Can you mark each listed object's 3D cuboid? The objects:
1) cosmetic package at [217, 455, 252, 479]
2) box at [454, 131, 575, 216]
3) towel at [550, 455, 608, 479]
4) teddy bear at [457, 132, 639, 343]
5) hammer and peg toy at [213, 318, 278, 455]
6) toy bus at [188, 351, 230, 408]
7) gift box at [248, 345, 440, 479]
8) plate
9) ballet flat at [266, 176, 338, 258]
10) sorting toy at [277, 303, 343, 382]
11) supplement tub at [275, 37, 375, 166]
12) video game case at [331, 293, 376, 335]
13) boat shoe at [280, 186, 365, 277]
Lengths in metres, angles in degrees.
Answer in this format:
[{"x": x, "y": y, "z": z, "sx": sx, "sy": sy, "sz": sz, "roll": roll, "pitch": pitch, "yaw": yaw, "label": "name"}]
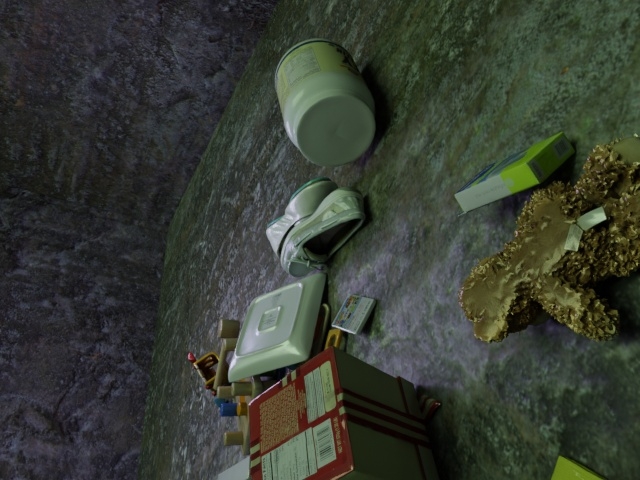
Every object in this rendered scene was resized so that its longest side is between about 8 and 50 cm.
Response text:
[{"x": -0.192, "y": 0.635, "z": 1.534, "sx": 0.239, "sy": 0.098, "sz": 0.061, "roll": -46, "pitch": 34, "yaw": 47, "label": "cosmetic package"}, {"x": 0.293, "y": -0.101, "z": 0.898, "sx": 0.109, "sy": 0.042, "sz": 0.178, "roll": -37, "pitch": 5, "yaw": -29, "label": "box"}, {"x": 0.300, "y": 0.395, "z": 0.693, "sx": 0.102, "sy": 0.021, "sz": 0.237, "roll": 17, "pitch": 91, "yaw": 61, "label": "towel"}, {"x": 0.337, "y": 0.013, "z": 0.756, "sx": 0.338, "sy": 0.113, "sz": 0.245, "roll": -59, "pitch": 34, "yaw": 16, "label": "teddy bear"}, {"x": -0.224, "y": 0.403, "z": 1.663, "sx": 0.361, "sy": 0.127, "sz": 0.266, "roll": -119, "pitch": 36, "yaw": -58, "label": "hammer and peg toy"}, {"x": -0.364, "y": 0.465, "z": 2.000, "sx": 0.104, "sy": 0.191, "sz": 0.202, "roll": -33, "pitch": 22, "yaw": -13, "label": "toy bus"}, {"x": 0.061, "y": 0.357, "z": 0.963, "sx": 0.276, "sy": 0.258, "sz": 0.255, "roll": -34, "pitch": 40, "yaw": 28, "label": "gift box"}, {"x": -0.121, "y": 0.216, "z": 1.492, "sx": 0.277, "sy": 0.045, "sz": 0.278, "roll": -24, "pitch": 35, "yaw": 33, "label": "plate"}, {"x": -0.043, "y": -0.044, "z": 1.602, "sx": 0.400, "sy": 0.139, "sz": 0.139, "roll": 141, "pitch": 138, "yaw": -60, "label": "ballet flat"}, {"x": -0.046, "y": 0.270, "z": 1.462, "sx": 0.347, "sy": 0.047, "sz": 0.196, "roll": -41, "pitch": 32, "yaw": 52, "label": "sorting toy"}, {"x": 0.011, "y": -0.363, "z": 1.504, "sx": 0.235, "sy": 0.235, "sz": 0.325, "roll": -59, "pitch": 29, "yaw": 32, "label": "supplement tub"}, {"x": 0.075, "y": 0.166, "z": 1.299, "sx": 0.087, "sy": 0.011, "sz": 0.122, "roll": -61, "pitch": 22, "yaw": -12, "label": "video game case"}, {"x": 0.003, "y": 0.000, "z": 1.463, "sx": 0.320, "sy": 0.118, "sz": 0.103, "roll": -45, "pitch": 39, "yaw": 33, "label": "boat shoe"}]
